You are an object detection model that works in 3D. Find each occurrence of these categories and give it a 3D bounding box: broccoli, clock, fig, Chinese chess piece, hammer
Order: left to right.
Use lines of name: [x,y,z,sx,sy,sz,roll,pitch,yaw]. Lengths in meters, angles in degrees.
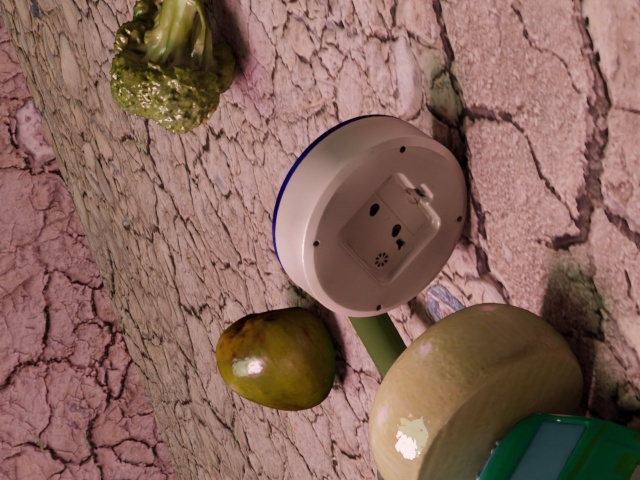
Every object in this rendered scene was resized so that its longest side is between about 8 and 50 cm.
broccoli: [-0.204,-0.312,1.992,0.302,0.186,0.254,-67,22,-3]
fig: [-0.062,0.190,2.072,0.191,0.181,0.181,49,164,-19]
clock: [0.061,-0.027,1.502,0.083,0.230,0.230,36,142,46]
hammer: [0.110,0.176,1.699,0.206,0.119,0.335,-56,48,35]
Chinese chess piece: [0.169,0.186,1.421,0.101,0.250,0.250,43,148,40]

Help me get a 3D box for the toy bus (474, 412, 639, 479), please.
toy bus: [0.261,0.353,1.394,0.199,0.183,0.343,17,133,25]
